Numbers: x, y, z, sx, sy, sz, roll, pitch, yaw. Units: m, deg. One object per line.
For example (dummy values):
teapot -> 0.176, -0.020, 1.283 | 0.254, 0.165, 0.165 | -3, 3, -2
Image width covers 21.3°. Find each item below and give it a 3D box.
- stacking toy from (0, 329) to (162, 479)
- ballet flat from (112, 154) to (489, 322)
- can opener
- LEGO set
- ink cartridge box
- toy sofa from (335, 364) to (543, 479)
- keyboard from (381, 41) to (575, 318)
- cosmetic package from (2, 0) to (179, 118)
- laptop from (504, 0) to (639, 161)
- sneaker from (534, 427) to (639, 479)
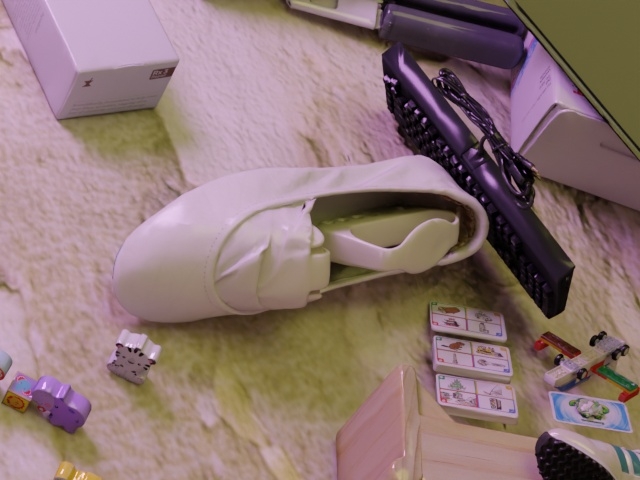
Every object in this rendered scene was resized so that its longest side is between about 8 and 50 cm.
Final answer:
stacking toy -> -0.256, 0.119, 1.439 | 0.221, 0.052, 0.167 | 26, 47, -6
ballet flat -> 0.000, 0.000, 1.590 | 0.400, 0.139, 0.139 | -13, 62, -37
can opener -> 0.097, -0.268, 1.882 | 0.283, 0.095, 0.076 | 13, 53, -7
LEGO set -> 0.224, 0.141, 1.644 | 0.244, 0.060, 0.182 | 9, 30, -5
ink cartridge box -> 0.326, -0.185, 1.924 | 0.201, 0.117, 0.278 | 18, 48, -14
toy sofa -> 0.198, 0.246, 1.506 | 0.363, 0.150, 0.177 | 12, 56, -19
keyboard -> 0.151, -0.073, 1.689 | 0.033, 0.201, 0.317 | -28, 63, -15
cosmetic package -> -0.244, -0.237, 1.699 | 0.117, 0.085, 0.231 | -10, 62, -32
laptop -> 0.446, -0.214, 1.922 | 0.382, 0.236, 0.408 | 53, 18, 13
sneaker -> 0.254, 0.200, 1.440 | 0.161, 0.057, 0.075 | 31, 34, -3
